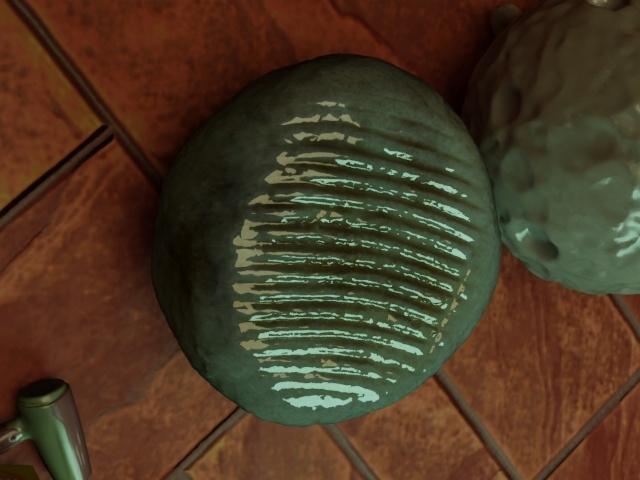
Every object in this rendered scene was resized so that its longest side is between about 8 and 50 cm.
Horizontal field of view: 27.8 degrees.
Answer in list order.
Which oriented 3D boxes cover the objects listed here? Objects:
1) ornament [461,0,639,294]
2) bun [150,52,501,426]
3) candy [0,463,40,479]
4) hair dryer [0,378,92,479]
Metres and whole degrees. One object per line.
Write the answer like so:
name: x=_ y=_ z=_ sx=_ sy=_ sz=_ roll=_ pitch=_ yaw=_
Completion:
ornament: x=0.317 y=-0.107 z=1.347 sx=0.337 sy=0.337 sz=0.337 roll=-4 pitch=99 yaw=-25
bun: x=0.000 y=0.000 z=1.262 sx=0.361 sy=0.211 sz=0.362 roll=-4 pitch=98 yaw=-28
candy: x=-0.346 y=0.345 z=1.191 sx=0.146 sy=0.088 sz=0.276 roll=6 pitch=103 yaw=-27
hair dryer: x=-0.304 y=0.202 z=1.242 sx=0.154 sy=0.054 sz=0.106 roll=-16 pitch=109 yaw=-13
